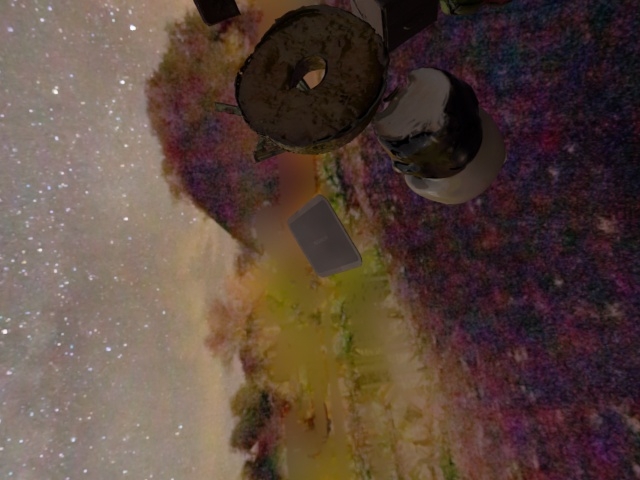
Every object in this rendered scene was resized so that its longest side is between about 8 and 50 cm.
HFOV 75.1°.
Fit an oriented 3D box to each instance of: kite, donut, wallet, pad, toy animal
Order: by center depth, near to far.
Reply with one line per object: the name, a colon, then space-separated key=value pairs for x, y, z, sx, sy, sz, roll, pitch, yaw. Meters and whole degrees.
donut: x=-0.011 y=-0.268 z=0.730 sx=0.107 sy=0.271 sz=0.272 roll=63 pitch=-161 yaw=-75
toy animal: x=0.239 y=-0.198 z=0.832 sx=0.266 sy=0.212 sz=0.213 roll=32 pitch=-140 yaw=-46
wallet: x=-0.234 y=-0.537 z=0.843 sx=0.026 sy=0.095 sz=0.176 roll=13 pitch=133 yaw=49
pad: x=0.000 y=0.000 z=0.962 sx=0.176 sy=0.002 sz=0.266 roll=59 pitch=156 yaw=-1
kite: x=-0.119 y=-0.345 z=1.197 sx=0.406 sy=0.367 sz=0.014 roll=121 pitch=149 yaw=-52

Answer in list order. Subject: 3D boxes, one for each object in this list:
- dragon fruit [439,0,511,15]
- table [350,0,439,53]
dragon fruit: x=0.332 y=-0.576 z=0.845 sx=0.200 sy=0.269 sz=0.198 roll=64 pitch=166 yaw=2
table: x=0.179 y=-0.591 z=0.998 sx=0.173 sy=0.169 sz=0.193 roll=57 pitch=-177 yaw=14
